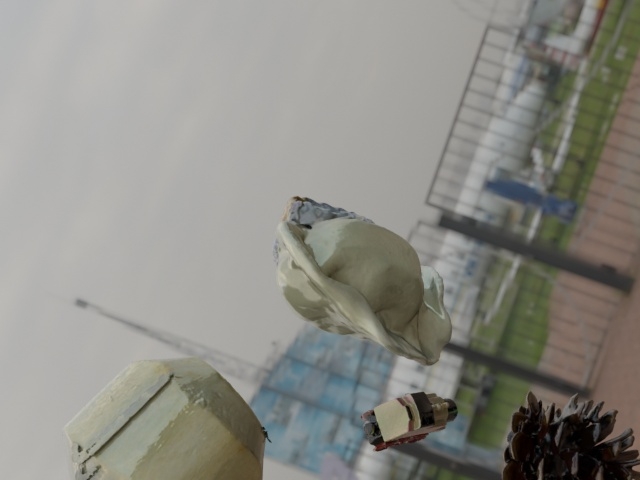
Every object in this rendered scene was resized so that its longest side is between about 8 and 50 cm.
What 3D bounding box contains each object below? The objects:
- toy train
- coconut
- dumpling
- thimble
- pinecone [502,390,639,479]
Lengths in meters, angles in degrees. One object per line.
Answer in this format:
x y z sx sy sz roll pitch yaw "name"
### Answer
0.109 0.208 1.529 0.087 0.050 0.138 -28 -17 31 "toy train"
-0.248 0.338 1.988 0.323 0.322 0.323 20 -90 -84 "coconut"
0.055 0.086 1.844 0.318 0.243 0.187 14 -50 -46 "dumpling"
0.002 0.001 2.101 0.127 0.151 0.118 -83 11 -81 "thimble"
0.448 0.386 2.310 0.264 0.264 0.264 20 -90 -84 "pinecone"
